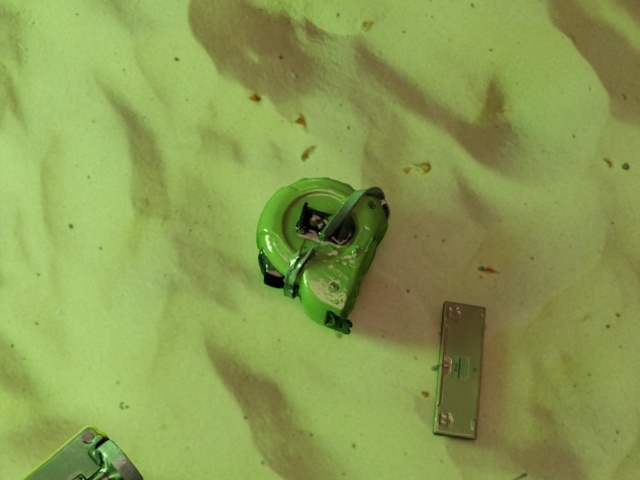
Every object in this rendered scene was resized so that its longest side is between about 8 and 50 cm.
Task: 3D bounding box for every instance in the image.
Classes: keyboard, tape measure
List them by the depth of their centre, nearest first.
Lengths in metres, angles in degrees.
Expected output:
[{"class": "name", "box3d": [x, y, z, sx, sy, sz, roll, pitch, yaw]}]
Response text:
[{"class": "keyboard", "box3d": [0.160, 0.152, 1.987, 0.055, 0.017, 0.166, 9, 65, -5]}, {"class": "tape measure", "box3d": [0.000, 0.000, 2.005, 0.154, 0.087, 0.177, 22, 63, 7]}]

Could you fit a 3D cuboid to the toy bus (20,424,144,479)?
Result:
[{"class": "toy bus", "box3d": [-0.182, 0.363, 1.789, 0.144, 0.152, 0.330, -39, 72, -14]}]
